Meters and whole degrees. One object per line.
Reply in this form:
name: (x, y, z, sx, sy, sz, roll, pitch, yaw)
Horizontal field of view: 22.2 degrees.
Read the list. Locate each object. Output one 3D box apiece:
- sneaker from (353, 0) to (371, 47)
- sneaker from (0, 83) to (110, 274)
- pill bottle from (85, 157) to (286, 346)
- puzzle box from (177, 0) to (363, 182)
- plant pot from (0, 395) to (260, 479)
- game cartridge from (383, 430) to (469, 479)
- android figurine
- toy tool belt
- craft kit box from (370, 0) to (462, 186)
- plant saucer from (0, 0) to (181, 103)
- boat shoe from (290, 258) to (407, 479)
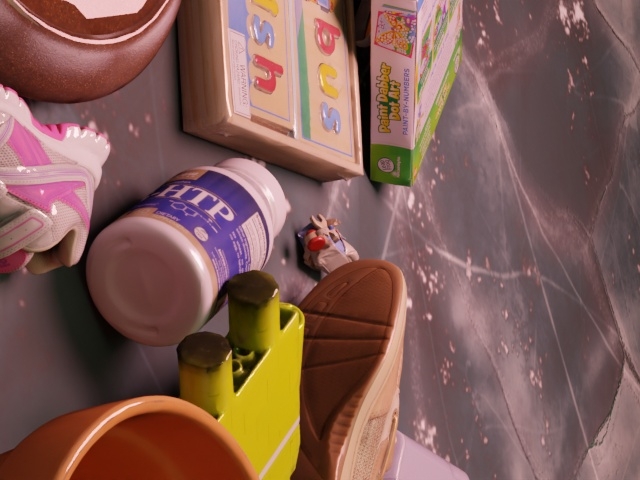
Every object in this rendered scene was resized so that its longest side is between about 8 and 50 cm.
sneaker: (0.053, -0.318, 1.790, 0.084, 0.083, 0.215, 28, 71, -81)
sneaker: (-0.233, -0.037, 1.146, 0.252, 0.103, 0.111, 18, 64, -58)
pill bottle: (-0.104, 0.001, 1.363, 0.186, 0.112, 0.112, -45, 121, -57)
puzzle box: (-0.050, -0.277, 1.610, 0.272, 0.052, 0.409, 16, 68, -60)
plant pot: (-0.176, 0.256, 1.056, 0.291, 0.203, 0.291, 29, 56, -56)
game cartridge: (0.093, 0.354, 1.686, 0.196, 0.060, 0.294, 33, 54, -49)
android figurine: (-0.074, 0.163, 1.338, 0.248, 0.056, 0.273, -55, 154, -45)
toy tool belt: (0.000, 0.000, 1.633, 0.083, 0.052, 0.051, 41, 16, -54)
craft kit box: (0.110, -0.230, 1.794, 0.250, 0.061, 0.246, -66, 159, -46)
plant saucer: (-0.204, -0.262, 1.260, 0.310, 0.050, 0.310, 12, 74, -49)
boat shoe: (0.012, 0.179, 1.532, 0.110, 0.122, 0.341, 53, 49, -48)
